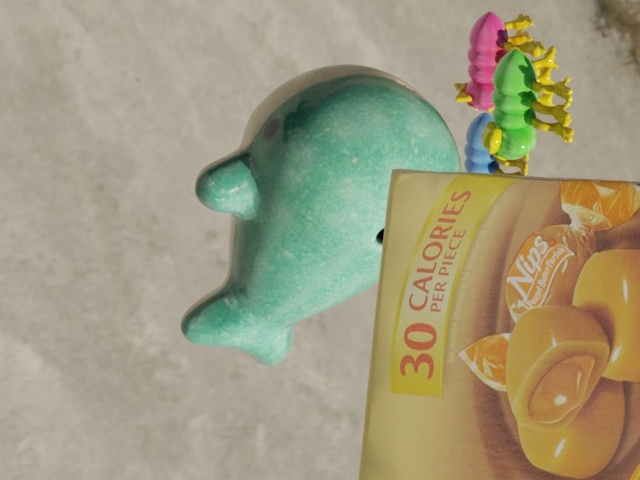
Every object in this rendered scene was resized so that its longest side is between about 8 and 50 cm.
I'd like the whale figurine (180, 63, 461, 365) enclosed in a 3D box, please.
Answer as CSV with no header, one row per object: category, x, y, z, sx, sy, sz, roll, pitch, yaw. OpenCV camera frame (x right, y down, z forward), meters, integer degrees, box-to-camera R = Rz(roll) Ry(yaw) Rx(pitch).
whale figurine,0.000,0.000,0.852,0.216,0.272,0.141,23,20,-34

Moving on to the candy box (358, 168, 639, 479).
candy box,0.109,0.134,0.469,0.087,0.182,0.317,38,57,-73

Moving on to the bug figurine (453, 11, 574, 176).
bug figurine,0.154,-0.077,0.927,0.279,0.072,0.216,-90,179,-63
